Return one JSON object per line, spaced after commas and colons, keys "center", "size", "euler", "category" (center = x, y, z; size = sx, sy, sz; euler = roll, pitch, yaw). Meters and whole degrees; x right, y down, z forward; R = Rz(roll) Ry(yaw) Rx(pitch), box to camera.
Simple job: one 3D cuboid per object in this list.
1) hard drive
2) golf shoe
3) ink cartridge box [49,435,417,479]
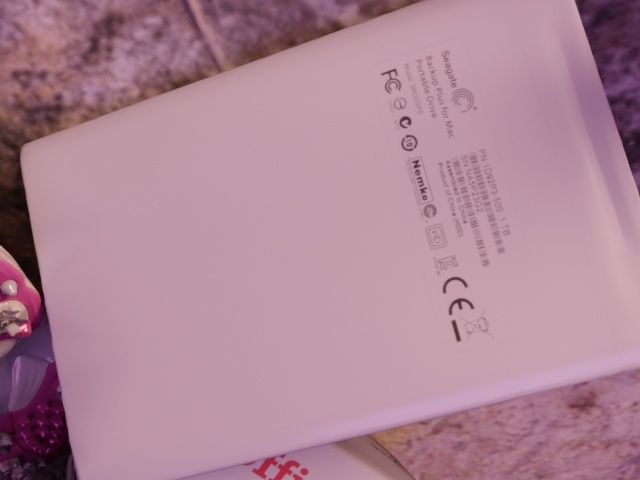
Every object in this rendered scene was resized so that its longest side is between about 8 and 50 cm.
{"center": [0.000, 0.000, 0.432], "size": [0.307, 0.203, 0.040], "euler": [-17, 169, 14], "category": "hard drive"}
{"center": [-0.221, 0.055, 0.530], "size": [0.115, 0.140, 0.306], "euler": [-31, 152, -20], "category": "golf shoe"}
{"center": [-0.088, 0.241, 0.556], "size": [0.223, 0.129, 0.307], "euler": [40, 86, -26], "category": "ink cartridge box"}
